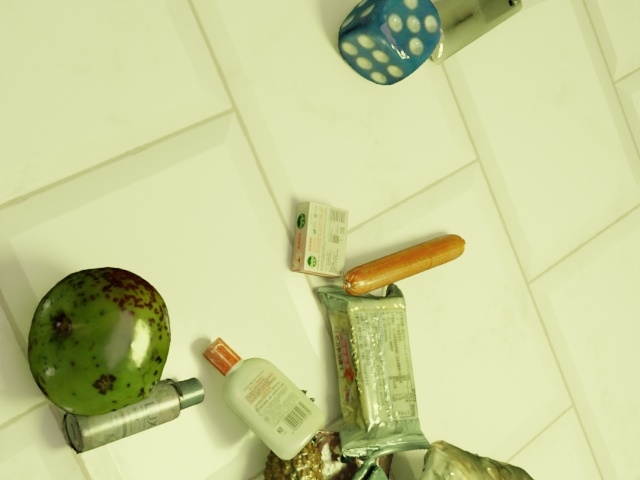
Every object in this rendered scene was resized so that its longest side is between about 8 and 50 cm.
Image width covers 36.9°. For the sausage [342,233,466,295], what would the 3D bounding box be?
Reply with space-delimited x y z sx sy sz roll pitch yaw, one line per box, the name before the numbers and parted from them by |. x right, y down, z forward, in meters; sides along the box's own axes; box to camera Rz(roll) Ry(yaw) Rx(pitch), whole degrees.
sausage | 0.160 0.042 1.778 0.347 0.053 0.053 -17 94 -42

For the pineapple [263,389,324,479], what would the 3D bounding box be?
pineapple | -0.042 0.345 1.597 0.108 0.108 0.198 17 63 -32

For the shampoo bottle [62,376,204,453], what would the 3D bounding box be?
shampoo bottle | -0.277 0.258 1.452 0.214 0.072 0.072 -15 93 -36

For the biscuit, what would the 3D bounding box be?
biscuit | 0.093 0.228 1.699 0.186 0.079 0.309 -2 79 -31

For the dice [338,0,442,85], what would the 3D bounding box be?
dice | 0.126 -0.382 1.768 0.143 0.146 0.146 42 63 -21

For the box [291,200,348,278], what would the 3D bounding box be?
box | 0.000 0.000 1.694 0.089 0.043 0.125 13 77 -34

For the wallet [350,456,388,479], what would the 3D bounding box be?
wallet | 0.031 0.561 1.598 0.342 0.075 0.237 -43 129 -32

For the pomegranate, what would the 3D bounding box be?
pomegranate | -0.299 0.146 1.393 0.248 0.214 0.214 22 68 -66

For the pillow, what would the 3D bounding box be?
pillow | 0.056 0.391 1.687 0.185 0.043 0.118 11 76 -30

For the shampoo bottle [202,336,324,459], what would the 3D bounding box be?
shampoo bottle | -0.099 0.245 1.542 0.221 0.051 0.108 43 57 6

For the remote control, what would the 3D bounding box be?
remote control | 0.314 -0.470 1.967 0.313 0.055 0.109 -37 105 -33

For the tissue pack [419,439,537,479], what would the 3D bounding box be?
tissue pack | 0.282 0.568 1.712 0.390 0.195 0.376 31 65 -47
